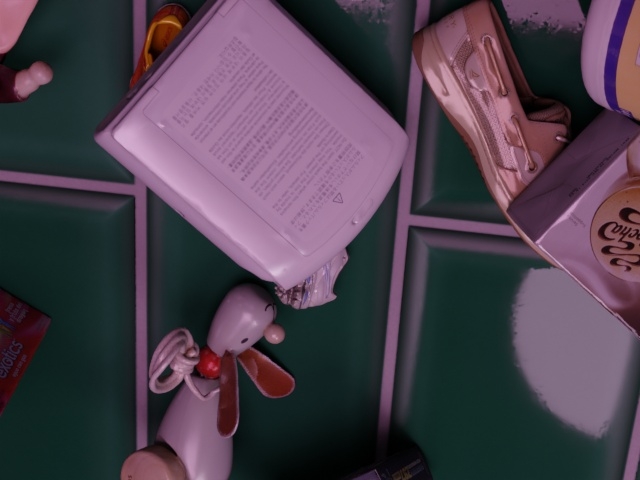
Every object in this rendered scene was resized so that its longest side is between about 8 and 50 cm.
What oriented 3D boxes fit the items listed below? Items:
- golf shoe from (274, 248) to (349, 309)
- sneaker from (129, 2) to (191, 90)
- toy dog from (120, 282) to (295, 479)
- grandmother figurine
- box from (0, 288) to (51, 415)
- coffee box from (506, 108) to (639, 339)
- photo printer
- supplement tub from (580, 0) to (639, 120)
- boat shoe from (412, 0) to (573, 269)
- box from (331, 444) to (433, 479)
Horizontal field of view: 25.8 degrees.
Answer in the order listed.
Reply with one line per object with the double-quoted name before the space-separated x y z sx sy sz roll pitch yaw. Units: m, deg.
"golf shoe" 0.000 0.000 1.744 0.086 0.069 0.176 1 111 -36
"sneaker" -0.197 -0.196 1.658 0.064 0.067 0.175 13 120 0
"toy dog" -0.123 0.236 1.810 0.161 0.220 0.333 32 129 16
"grandmother figurine" -0.399 -0.245 1.651 0.208 0.104 0.342 45 121 15
"box" -0.454 0.176 1.781 0.123 0.257 0.128 32 117 -10
"coffee box" 0.376 0.016 1.557 0.297 0.119 0.168 41 99 -19
"photo printer" -0.063 -0.113 1.602 0.307 0.107 0.256 41 84 -18
"supplement tub" 0.458 -0.194 1.401 0.331 0.241 0.241 27 122 27
"boat shoe" 0.235 -0.115 1.604 0.110 0.121 0.341 -28 109 21
"box" 0.015 0.350 1.843 0.233 0.183 0.059 -27 82 19
